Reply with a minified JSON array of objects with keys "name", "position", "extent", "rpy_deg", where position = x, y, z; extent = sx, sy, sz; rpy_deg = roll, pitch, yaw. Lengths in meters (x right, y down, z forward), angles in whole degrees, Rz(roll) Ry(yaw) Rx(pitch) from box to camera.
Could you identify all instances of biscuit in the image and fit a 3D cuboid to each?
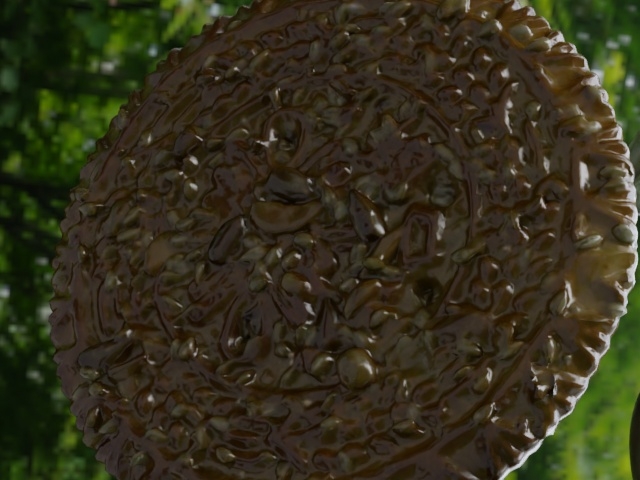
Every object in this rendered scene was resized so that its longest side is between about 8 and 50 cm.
[{"name":"biscuit","position":[0.000,0.000,0.766],"extent":[0.305,0.038,0.305],"rpy_deg":[-11,-118,21]}]

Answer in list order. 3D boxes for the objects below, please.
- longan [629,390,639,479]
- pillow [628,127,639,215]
[{"name":"longan","position":[0.276,0.135,0.987],"extent":[0.167,0.187,0.167],"rpy_deg":[-32,-131,46]},{"name":"pillow","position":[0.297,-0.085,1.003],"extent":[0.185,0.302,0.075],"rpy_deg":[-49,-112,28]}]
